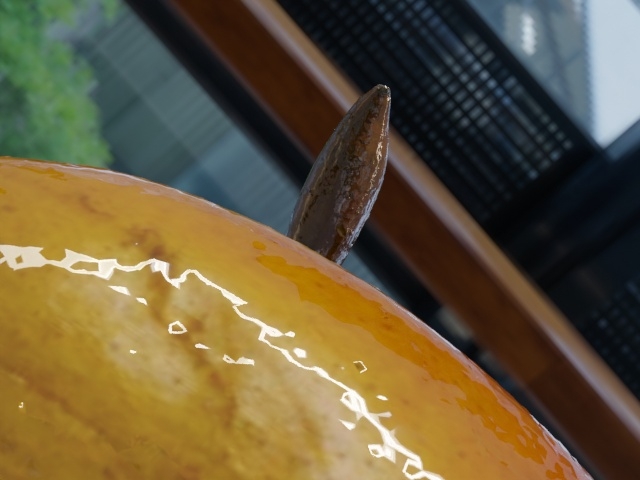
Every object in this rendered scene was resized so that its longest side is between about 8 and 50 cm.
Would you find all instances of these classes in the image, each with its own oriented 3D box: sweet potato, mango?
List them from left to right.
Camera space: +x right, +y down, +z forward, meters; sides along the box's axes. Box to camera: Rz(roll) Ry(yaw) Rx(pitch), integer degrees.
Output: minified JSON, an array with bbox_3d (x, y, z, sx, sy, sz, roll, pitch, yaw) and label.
[{"bbox_3d":[-0.046,0.074,0.413,0.257,0.187,0.138,48,-1,9],"label":"mango"},{"bbox_3d":[-0.001,0.000,1.372,0.057,0.265,0.057,21,21,-9],"label":"sweet potato"}]
